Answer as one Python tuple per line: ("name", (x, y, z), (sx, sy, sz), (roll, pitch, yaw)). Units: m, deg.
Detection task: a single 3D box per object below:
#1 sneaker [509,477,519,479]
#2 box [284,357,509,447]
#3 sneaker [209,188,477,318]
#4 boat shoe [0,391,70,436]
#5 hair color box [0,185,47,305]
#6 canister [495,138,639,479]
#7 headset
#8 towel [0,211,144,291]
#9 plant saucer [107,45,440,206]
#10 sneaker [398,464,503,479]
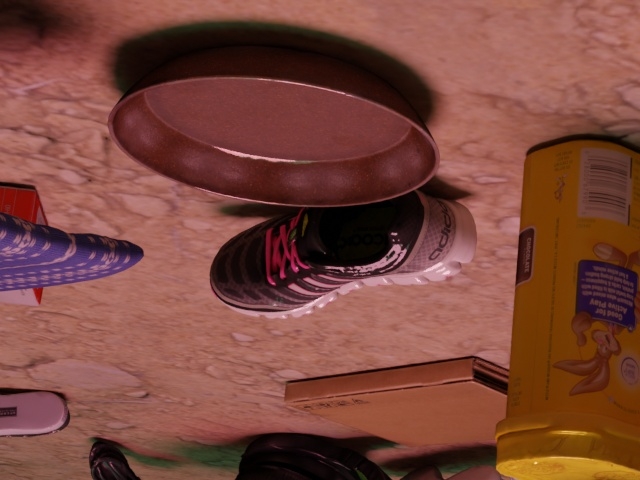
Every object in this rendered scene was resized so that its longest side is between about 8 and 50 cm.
("sneaker", (0.232, 0.262, 1.592), (0.091, 0.126, 0.240), (-5, 159, 29))
("box", (0.097, 0.136, 1.431), (0.201, 0.021, 0.164), (-12, 154, 42))
("sneaker", (0.000, 0.000, 1.005), (0.170, 0.063, 0.075), (-11, 156, 29))
("boat shoe", (-0.296, 0.159, 1.586), (0.142, 0.049, 0.040), (2, 161, 7))
("hair color box", (-0.258, -0.003, 1.090), (0.167, 0.053, 0.093), (7, 162, 0))
("canister", (0.154, 0.045, 0.915), (0.126, 0.170, 0.073), (21, 156, -37))
("headset", (-0.078, 0.276, 1.628), (0.185, 0.243, 0.394), (47, 161, -26))
("towel", (-0.260, -0.010, 0.734), (0.243, 0.040, 0.336), (-5, 170, 23))
("plant saucer", (-0.022, -0.059, 0.888), (0.168, 0.029, 0.168), (6, 162, 2))
("sneaker", (0.119, 0.267, 1.647), (0.094, 0.080, 0.212), (56, 156, -9))
